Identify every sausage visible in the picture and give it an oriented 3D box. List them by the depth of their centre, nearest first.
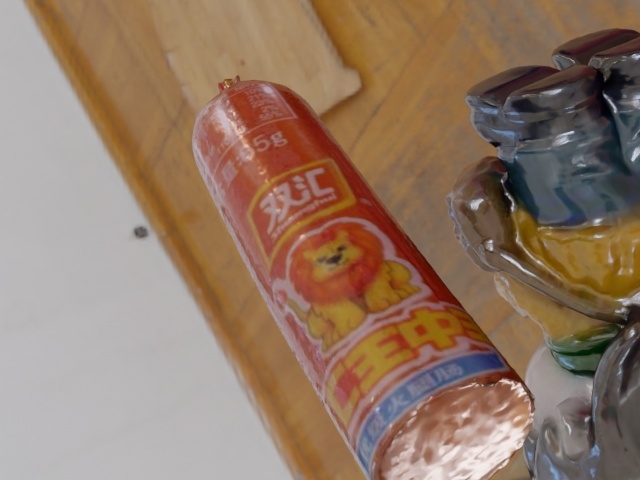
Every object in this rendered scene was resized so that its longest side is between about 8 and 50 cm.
[{"bbox_3d":[0.000,0.000,0.497,0.274,0.074,0.074,-123,33,-45],"label":"sausage"}]

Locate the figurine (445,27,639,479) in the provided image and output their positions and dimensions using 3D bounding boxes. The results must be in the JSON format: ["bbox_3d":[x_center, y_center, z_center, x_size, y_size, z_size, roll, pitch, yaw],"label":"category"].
[{"bbox_3d":[0.188,0.057,0.607,0.204,0.185,0.332,42,150,53],"label":"figurine"}]
